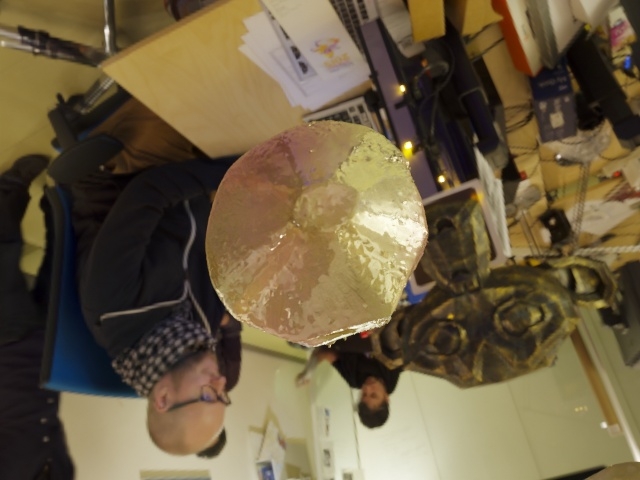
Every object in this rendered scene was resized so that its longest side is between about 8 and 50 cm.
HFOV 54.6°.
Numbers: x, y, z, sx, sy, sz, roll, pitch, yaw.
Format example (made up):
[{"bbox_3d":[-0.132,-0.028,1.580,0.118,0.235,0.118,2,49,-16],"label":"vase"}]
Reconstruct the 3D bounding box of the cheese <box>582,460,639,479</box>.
[{"bbox_3d":[0.201,0.290,0.494,0.093,0.159,0.263,0,143,-47],"label":"cheese"}]

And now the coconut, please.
[{"bbox_3d":[0.000,0.000,0.651,0.233,0.233,0.245,-13,173,-2],"label":"coconut"}]
